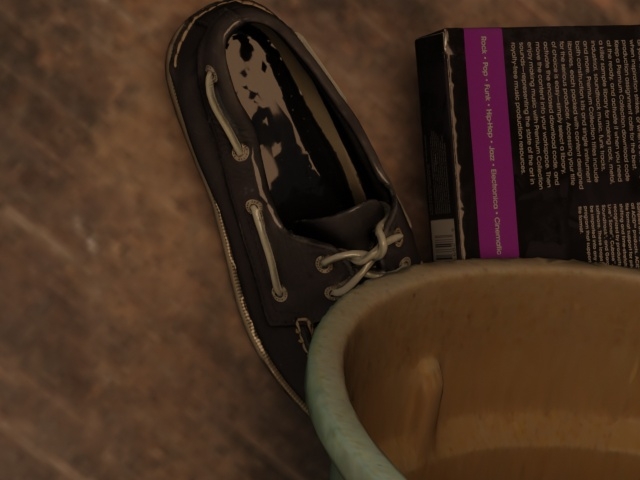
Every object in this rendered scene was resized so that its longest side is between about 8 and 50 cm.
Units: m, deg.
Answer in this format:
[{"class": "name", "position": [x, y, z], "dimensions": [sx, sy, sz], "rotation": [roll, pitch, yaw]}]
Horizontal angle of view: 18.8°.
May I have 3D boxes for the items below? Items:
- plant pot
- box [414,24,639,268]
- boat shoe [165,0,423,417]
[{"class": "plant pot", "position": [0.124, 0.209, 0.667], "dimensions": [0.333, 0.334, 0.305], "rotation": [10, 110, -12]}, {"class": "box", "position": [0.118, -0.030, 0.793], "dimensions": [0.162, 0.029, 0.116], "rotation": [-4, 90, -26]}, {"class": "boat shoe", "position": [0.000, 0.000, 0.767], "dimensions": [0.075, 0.065, 0.206], "rotation": [-27, 96, -14]}]
